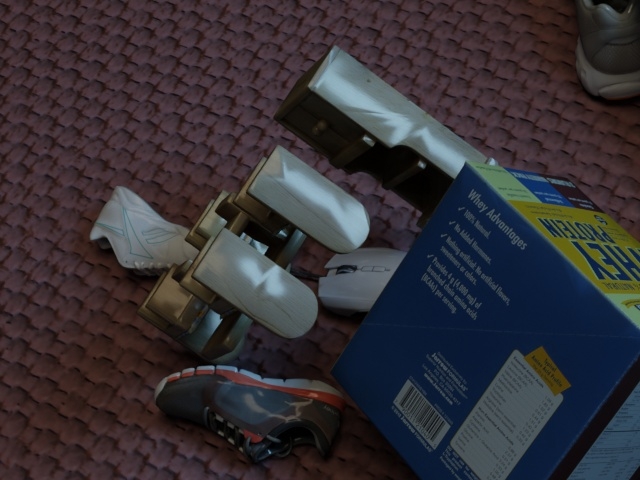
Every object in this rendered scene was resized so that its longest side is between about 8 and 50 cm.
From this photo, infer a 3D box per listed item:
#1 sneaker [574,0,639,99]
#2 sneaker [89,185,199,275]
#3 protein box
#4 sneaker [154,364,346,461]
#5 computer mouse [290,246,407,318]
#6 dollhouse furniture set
[{"bbox_3d":[0.275,-0.263,1.432,0.099,0.121,0.262,-8,51,4],"label":"sneaker"},{"bbox_3d":[-0.140,0.011,1.340,0.152,0.054,0.061,30,78,31],"label":"sneaker"},{"bbox_3d":[0.152,0.085,1.111,0.136,0.201,0.200,6,34,-48],"label":"protein box"},{"bbox_3d":[-0.061,0.142,1.216,0.157,0.061,0.065,3,60,12],"label":"sneaker"},{"bbox_3d":[0.036,0.030,1.295,0.193,0.042,0.106,11,54,17],"label":"computer mouse"},{"bbox_3d":[0.000,0.000,1.189,0.161,0.212,0.242,35,71,-9],"label":"dollhouse furniture set"}]
